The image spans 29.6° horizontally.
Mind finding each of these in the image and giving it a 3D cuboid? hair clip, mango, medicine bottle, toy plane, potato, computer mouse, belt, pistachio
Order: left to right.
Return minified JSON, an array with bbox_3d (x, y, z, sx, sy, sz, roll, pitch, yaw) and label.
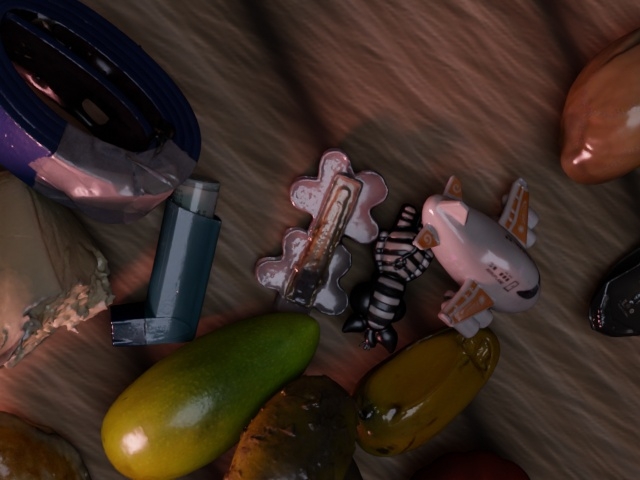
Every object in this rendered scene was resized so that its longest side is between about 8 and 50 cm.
[{"bbox_3d":[-0.318,-0.175,1.541,0.347,0.117,0.212,41,54,-12],"label":"belt"},{"bbox_3d":[-0.211,0.033,1.681,0.124,0.079,0.258,14,100,-12],"label":"medicine bottle"},{"bbox_3d":[-0.147,0.208,1.678,0.343,0.192,0.156,-36,85,-5],"label":"mango"},{"bbox_3d":[-0.037,0.290,1.604,0.149,0.113,0.251,41,59,-9],"label":"potato"},{"bbox_3d":[0.001,-0.001,1.718,0.146,0.075,0.257,23,92,2],"label":"hair clip"},{"bbox_3d":[0.154,0.210,1.751,0.262,0.167,0.130,-37,70,-10],"label":"mango"},{"bbox_3d":[0.230,0.017,1.705,0.244,0.117,0.245,1,88,-34],"label":"toy plane"},{"bbox_3d":[0.477,0.072,1.820,0.192,0.062,0.106,-38,106,-5],"label":"computer mouse"},{"bbox_3d":[0.450,-0.196,1.700,0.293,0.162,0.181,-43,124,-2],"label":"pistachio"}]

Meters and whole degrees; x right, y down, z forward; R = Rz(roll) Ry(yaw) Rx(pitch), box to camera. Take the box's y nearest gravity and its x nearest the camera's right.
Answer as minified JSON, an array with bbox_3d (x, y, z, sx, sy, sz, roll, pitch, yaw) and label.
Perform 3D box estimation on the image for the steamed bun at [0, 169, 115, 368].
[{"bbox_3d":[-0.427,0.062,1.556,0.290,0.272,0.273,-31,106,-5],"label":"steamed bun"}]

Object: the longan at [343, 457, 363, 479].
[{"bbox_3d":[-0.048,0.399,1.724,0.246,0.215,0.246,15,65,-36],"label":"longan"}]

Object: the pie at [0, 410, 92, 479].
[{"bbox_3d":[-0.446,0.396,1.651,0.339,0.077,0.339,16,67,-42],"label":"pie"}]

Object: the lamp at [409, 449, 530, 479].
[{"bbox_3d":[0.222,0.421,1.783,0.227,0.227,0.227,-2,104,-9],"label":"lamp"}]

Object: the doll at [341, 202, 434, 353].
[{"bbox_3d":[0.101,0.054,1.748,0.091,0.067,0.219,22,93,-11],"label":"doll"}]
